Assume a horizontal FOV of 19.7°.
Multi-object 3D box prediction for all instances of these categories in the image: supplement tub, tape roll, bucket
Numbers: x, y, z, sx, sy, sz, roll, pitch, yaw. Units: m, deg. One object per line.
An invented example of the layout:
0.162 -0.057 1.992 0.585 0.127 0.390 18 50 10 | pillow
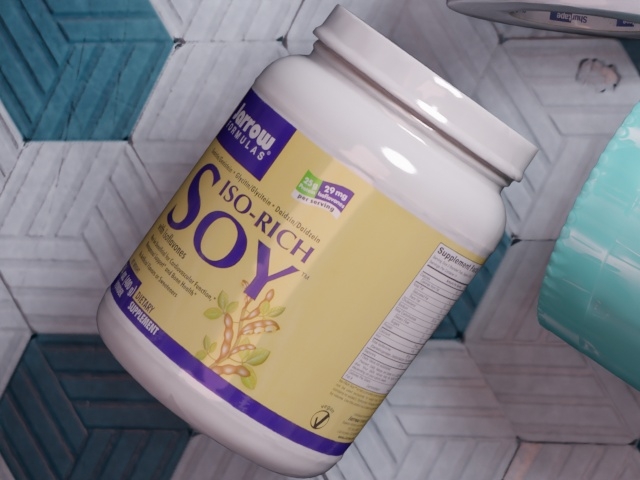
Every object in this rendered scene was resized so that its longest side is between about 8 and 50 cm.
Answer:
0.000 0.000 1.506 0.241 0.241 0.331 36 97 9 | supplement tub
0.213 -0.209 1.475 0.219 0.219 0.072 8 92 11 | tape roll
0.307 0.006 1.434 0.183 0.281 0.281 31 96 18 | bucket
